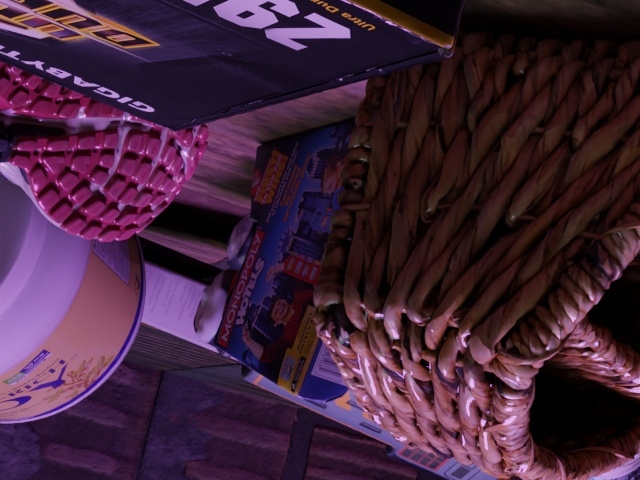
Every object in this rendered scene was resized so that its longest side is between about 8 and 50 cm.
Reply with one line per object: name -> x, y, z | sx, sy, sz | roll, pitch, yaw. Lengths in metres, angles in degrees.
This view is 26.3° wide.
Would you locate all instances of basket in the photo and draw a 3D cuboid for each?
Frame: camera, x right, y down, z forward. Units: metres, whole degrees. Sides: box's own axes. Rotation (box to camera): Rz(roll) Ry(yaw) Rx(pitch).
basket -> 0.159, 0.033, 0.758 | 0.223, 0.213, 0.299 | 8, 167, 27

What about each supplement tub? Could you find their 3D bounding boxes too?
supplement tub -> -0.282, 0.012, 1.088 | 0.241, 0.241, 0.331 | 12, 168, 7

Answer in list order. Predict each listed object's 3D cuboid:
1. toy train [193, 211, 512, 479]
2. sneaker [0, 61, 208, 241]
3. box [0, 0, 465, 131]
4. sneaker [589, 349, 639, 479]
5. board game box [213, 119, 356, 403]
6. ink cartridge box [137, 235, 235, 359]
toy train -> 0.058, 0.090, 1.139 | 0.334, 0.142, 0.190 | 25, 134, -14
sneaker -> -0.186, -0.092, 0.863 | 0.112, 0.121, 0.299 | 41, -171, 38
box -> -0.133, -0.148, 0.583 | 0.322, 0.079, 0.257 | 21, 164, -30
sneaker -> 0.205, 0.112, 1.035 | 0.110, 0.122, 0.283 | 7, -153, 15
board game box -> 0.000, 0.000, 0.946 | 0.060, 0.194, 0.194 | 21, -179, -26
ink cartridge box -> -0.115, 0.061, 1.332 | 0.371, 0.069, 0.176 | 24, -177, 7
